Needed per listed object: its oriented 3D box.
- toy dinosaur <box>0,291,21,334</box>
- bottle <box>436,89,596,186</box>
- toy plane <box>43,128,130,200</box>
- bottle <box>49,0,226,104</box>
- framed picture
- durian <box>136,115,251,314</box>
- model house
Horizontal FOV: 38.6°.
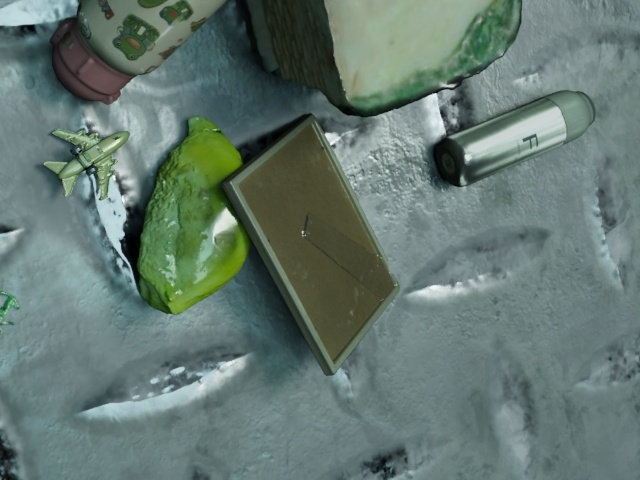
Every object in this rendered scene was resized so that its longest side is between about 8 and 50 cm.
[{"bbox_3d":[-0.404,0.082,1.099,0.083,0.021,0.062,41,72,-26],"label":"toy dinosaur"},{"bbox_3d":[0.291,-0.149,1.350,0.254,0.079,0.096,-24,143,-19],"label":"bottle"},{"bbox_3d":[-0.280,-0.103,1.122,0.111,0.040,0.102,-36,98,-14],"label":"toy plane"},{"bbox_3d":[-0.209,-0.261,1.047,0.253,0.120,0.120,-37,114,24],"label":"bottle"},{"bbox_3d":[0.000,0.000,1.210,0.211,0.020,0.289,-46,115,-45],"label":"framed picture"},{"bbox_3d":[-0.150,-0.026,1.152,0.139,0.101,0.250,25,79,-23],"label":"durian"},{"bbox_3d":[0.051,-0.322,1.124,0.298,0.284,0.243,-29,124,-26],"label":"model house"}]
